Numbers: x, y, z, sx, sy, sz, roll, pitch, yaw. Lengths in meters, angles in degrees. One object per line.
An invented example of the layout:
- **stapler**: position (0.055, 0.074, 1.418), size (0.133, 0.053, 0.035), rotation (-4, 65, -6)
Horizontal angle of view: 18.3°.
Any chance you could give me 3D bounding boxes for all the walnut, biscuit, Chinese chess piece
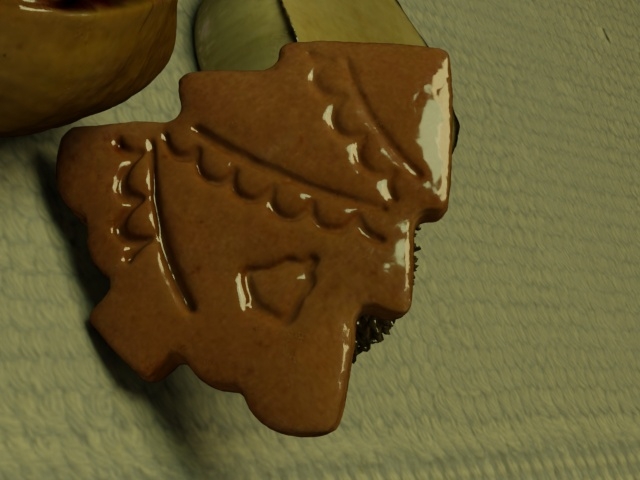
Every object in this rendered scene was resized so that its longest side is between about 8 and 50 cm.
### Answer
- **walnut**: position (-0.192, -0.169, 1.329), size (0.209, 0.209, 0.336), rotation (62, 16, 8)
- **biscuit**: position (-0.027, -0.029, 1.356), size (0.284, 0.306, 0.043), rotation (44, -7, 18)
- **Chinese chess piece**: position (0.006, -0.140, 1.713), size (0.257, 0.104, 0.257), rotation (40, 31, -31)

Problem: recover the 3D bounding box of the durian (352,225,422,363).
- **durian**: position (0.000, 0.000, 1.463), size (0.196, 0.196, 0.167), rotation (24, 47, -47)
